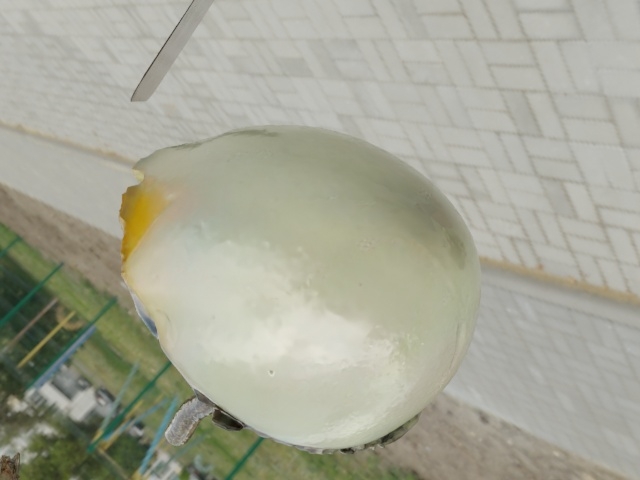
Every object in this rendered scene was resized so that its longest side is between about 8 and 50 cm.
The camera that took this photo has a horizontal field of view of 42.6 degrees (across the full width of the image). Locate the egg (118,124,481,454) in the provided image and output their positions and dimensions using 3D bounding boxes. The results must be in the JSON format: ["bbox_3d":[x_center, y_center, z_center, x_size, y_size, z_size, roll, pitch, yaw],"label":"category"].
[{"bbox_3d":[0.004,0.000,0.610,0.286,0.264,0.174,52,131,16],"label":"egg"}]

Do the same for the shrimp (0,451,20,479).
[{"bbox_3d":[-0.235,0.211,0.616,0.108,0.023,0.059,-111,10,-55],"label":"shrimp"}]

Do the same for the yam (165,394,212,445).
[{"bbox_3d":[-0.173,0.237,1.227,0.327,0.045,0.045,127,138,-51],"label":"yam"}]

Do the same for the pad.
[{"bbox_3d":[-0.140,-0.273,0.957,0.004,0.267,0.181,33,-174,-10],"label":"pad"}]
